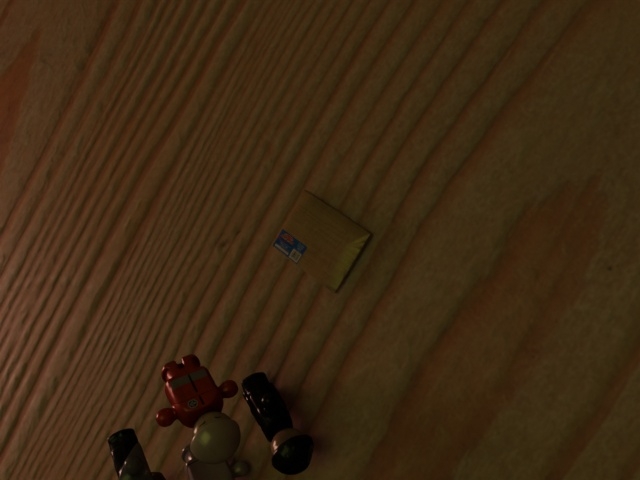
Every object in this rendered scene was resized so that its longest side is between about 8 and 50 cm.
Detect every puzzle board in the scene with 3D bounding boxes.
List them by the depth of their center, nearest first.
[{"bbox_3d":[0.000,0.000,0.968,0.128,0.011,0.096,35,99,30],"label":"puzzle board"}]

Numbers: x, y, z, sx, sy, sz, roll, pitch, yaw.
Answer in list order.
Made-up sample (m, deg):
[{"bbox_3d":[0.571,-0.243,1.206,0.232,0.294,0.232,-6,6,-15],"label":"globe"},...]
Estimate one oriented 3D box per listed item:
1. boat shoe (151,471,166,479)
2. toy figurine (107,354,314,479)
[{"bbox_3d":[-0.202,0.407,0.969,0.060,0.064,0.178,-29,74,15],"label":"boat shoe"},{"bbox_3d":[-0.140,0.270,0.873,0.210,0.213,0.148,-49,49,11],"label":"toy figurine"}]
